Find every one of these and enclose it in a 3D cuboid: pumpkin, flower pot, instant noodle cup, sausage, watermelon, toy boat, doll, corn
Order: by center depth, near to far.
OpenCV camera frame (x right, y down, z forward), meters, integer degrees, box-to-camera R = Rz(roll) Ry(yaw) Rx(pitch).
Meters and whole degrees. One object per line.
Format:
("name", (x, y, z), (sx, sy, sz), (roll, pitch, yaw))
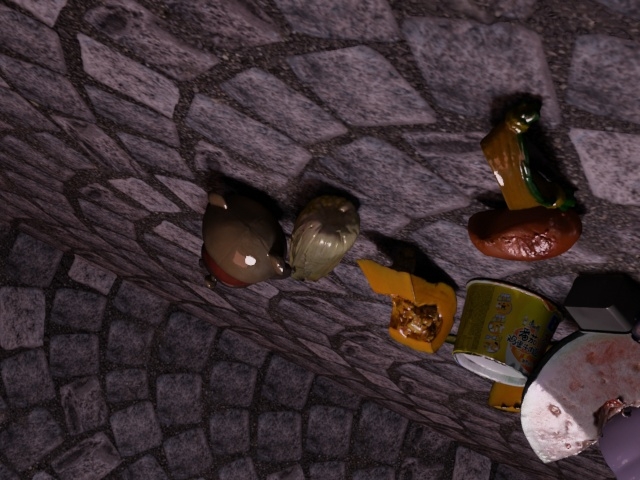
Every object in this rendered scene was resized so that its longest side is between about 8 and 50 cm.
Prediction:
("toy boat", (0.265, -0.095, 1.065), (0.088, 0.089, 0.229), (-25, 144, 13))
("sausage", (0.296, -0.013, 1.225), (0.179, 0.089, 0.089), (-1, 150, 49))
("flower pot", (0.685, 0.345, 1.530), (0.265, 0.265, 0.243), (22, 149, 7))
("watermelon", (0.483, 0.240, 1.532), (0.188, 0.321, 0.175), (51, -173, -6))
("corn", (0.002, 0.004, 1.598), (0.122, 0.123, 0.305), (22, 164, 0))
("instant noodle cup", (0.351, 0.183, 1.619), (0.204, 0.153, 0.205), (23, 162, 8))
("pumpkin", (0.182, 0.098, 1.668), (0.130, 0.126, 0.248), (20, 145, 40))
("doll", (-0.176, 0.013, 1.770), (0.235, 0.174, 0.330), (48, 160, 3))
("pumpkin", (0.527, 0.307, 1.808), (0.169, 0.148, 0.312), (15, 165, -35))

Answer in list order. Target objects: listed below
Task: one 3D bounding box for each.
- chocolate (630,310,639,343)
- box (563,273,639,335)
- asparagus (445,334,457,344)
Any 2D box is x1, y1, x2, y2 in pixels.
("chocolate", (0.629, 0.132, 1.187), (0.343, 0.126, 0.148), (16, -160, 16))
("box", (0.462, 0.101, 1.356), (0.069, 0.084, 0.122), (43, 156, -24))
("asparagus", (0.309, 0.242, 2.054), (0.108, 0.025, 0.021), (9, 167, 40))
